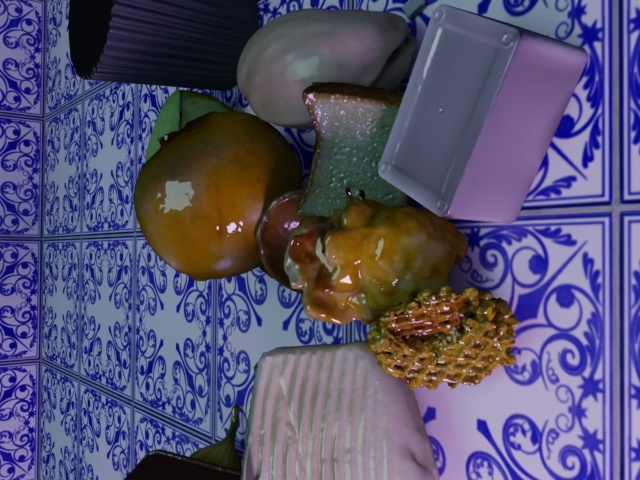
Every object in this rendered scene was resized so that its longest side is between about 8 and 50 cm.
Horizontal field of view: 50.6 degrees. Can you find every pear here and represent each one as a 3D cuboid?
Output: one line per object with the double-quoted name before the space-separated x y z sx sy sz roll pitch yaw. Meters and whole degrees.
"pear" -0.295 -0.177 1.544 0.292 0.159 0.292 -10 77 54

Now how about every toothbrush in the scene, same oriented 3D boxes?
"toothbrush" 0.213 -0.414 0.985 0.276 0.019 0.025 -34 68 47

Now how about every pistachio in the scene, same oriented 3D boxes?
"pistachio" 0.008 -0.286 1.121 0.332 0.208 0.226 -3 49 42

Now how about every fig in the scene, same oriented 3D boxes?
"fig" -0.232 0.477 1.445 0.160 0.143 0.230 172 96 -71

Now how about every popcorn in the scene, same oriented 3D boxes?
"popcorn" 0.077 0.029 0.980 0.190 0.254 0.191 -91 16 -84

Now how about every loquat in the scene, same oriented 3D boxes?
"loquat" -0.180 -0.064 1.283 0.328 0.328 0.359 -3 130 53

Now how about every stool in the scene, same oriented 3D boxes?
"stool" -0.335 -0.472 1.458 0.297 0.330 0.297 -1 89 54

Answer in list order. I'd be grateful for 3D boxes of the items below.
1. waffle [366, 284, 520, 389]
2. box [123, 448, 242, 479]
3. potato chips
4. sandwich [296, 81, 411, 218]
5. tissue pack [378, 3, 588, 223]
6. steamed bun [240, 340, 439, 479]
"waffle" 0.160 0.133 0.898 0.193 0.197 0.070 -35 41 34
"box" -0.240 0.575 1.250 0.340 0.229 0.239 10 100 13
"potato chips" -0.001 0.000 1.155 0.062 0.208 0.195 -76 -30 -78
"sandwich" 0.058 -0.125 1.031 0.065 0.186 0.214 -71 -10 -60
"tissue pack" 0.203 -0.163 0.894 0.159 0.136 0.246 43 123 45
"steamed bun" 0.033 0.309 1.051 0.272 0.274 0.290 65 -164 -72
